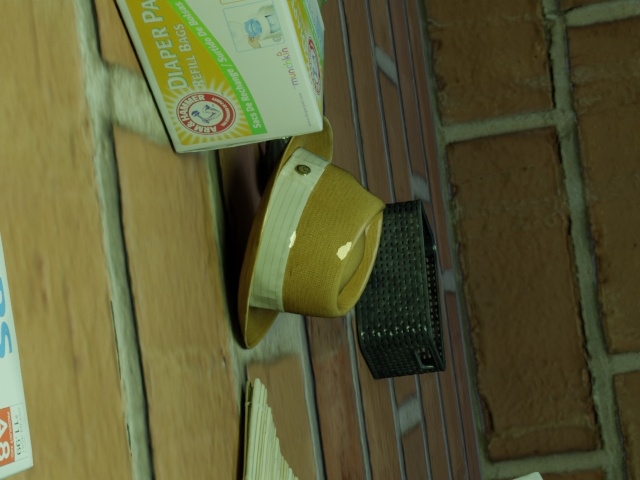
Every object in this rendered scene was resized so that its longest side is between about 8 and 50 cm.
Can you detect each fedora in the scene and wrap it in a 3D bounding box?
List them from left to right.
[{"bbox_3d":[0.000,0.000,1.186,0.194,0.079,0.194,17,90,-80],"label":"fedora"}]

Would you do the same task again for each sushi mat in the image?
[{"bbox_3d":[-0.037,0.263,1.096,0.151,0.019,0.316,71,15,-45],"label":"sushi mat"}]

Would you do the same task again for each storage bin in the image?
[{"bbox_3d":[0.089,0.056,1.800,0.122,0.084,0.180,65,20,-61],"label":"storage bin"}]

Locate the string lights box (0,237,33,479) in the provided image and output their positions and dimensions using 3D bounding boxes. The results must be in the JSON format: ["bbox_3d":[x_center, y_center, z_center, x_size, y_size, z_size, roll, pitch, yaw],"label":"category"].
[{"bbox_3d":[-0.161,0.016,0.401,0.260,0.077,0.133,0,81,-80],"label":"string lights box"}]

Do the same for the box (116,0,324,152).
[{"bbox_3d":[-0.068,-0.169,1.012,0.203,0.103,0.114,72,14,-45],"label":"box"}]

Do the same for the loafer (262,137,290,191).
[{"bbox_3d":[-0.010,-0.048,1.385,0.170,0.062,0.061,61,18,-68],"label":"loafer"}]

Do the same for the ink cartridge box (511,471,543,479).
[{"bbox_3d":[0.202,0.463,1.503,0.285,0.166,0.394,84,-14,-59],"label":"ink cartridge box"}]

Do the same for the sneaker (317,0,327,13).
[{"bbox_3d":[0.000,-0.279,1.262,0.158,0.182,0.410,66,19,-59],"label":"sneaker"}]
